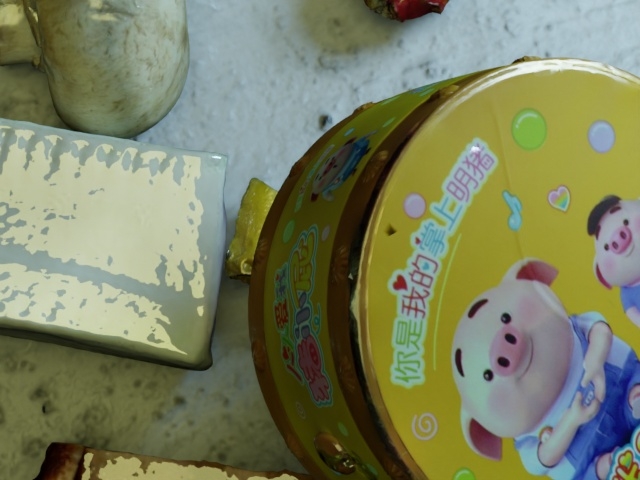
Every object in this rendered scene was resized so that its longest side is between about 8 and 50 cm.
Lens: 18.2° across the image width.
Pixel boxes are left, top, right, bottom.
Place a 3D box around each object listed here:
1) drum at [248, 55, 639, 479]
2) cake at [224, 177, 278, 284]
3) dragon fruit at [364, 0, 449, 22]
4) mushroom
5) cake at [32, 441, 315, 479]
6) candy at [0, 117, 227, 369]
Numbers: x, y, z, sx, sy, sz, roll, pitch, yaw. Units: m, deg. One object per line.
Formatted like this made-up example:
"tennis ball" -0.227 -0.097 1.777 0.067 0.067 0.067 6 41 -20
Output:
"drum" 0.164 0.057 1.708 0.431 0.214 0.431 2 85 -27
"cake" 0.001 0.002 1.979 0.185 0.080 0.116 -3 69 6
"dragon fruit" 0.133 -0.320 2.016 0.246 0.125 0.125 -36 71 -24
"mushroom" -0.226 -0.233 1.933 0.195 0.189 0.254 -5 74 -5
"cake" -0.149 0.294 1.851 0.293 0.196 0.199 10 83 -3
"candy" -0.265 -0.001 1.917 0.358 0.145 0.208 10 80 -3
